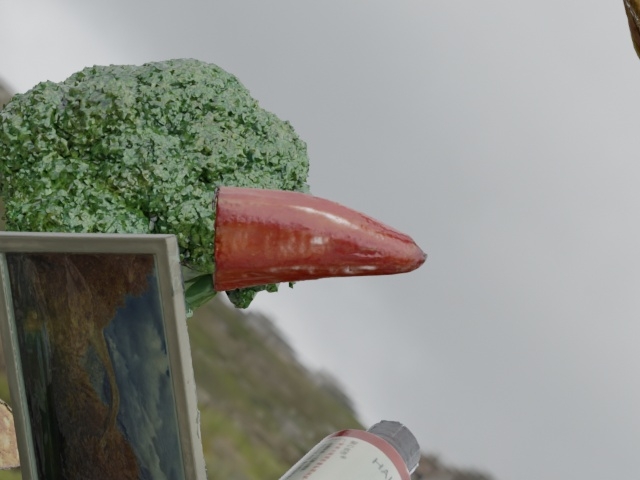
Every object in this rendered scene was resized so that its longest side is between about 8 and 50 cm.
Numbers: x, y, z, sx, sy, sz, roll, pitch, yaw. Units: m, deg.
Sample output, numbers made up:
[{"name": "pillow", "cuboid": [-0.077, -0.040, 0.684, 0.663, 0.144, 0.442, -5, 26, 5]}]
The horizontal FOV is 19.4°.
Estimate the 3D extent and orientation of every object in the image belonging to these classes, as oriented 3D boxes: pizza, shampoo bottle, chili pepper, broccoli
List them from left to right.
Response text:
[{"name": "pizza", "cuboid": [-0.404, 0.238, 2.324, 0.029, 0.099, 0.100, 2, 6, 40]}, {"name": "broccoli", "cuboid": [-0.185, -0.053, 2.031, 0.413, 0.310, 0.321, -14, 73, -53]}, {"name": "chili pepper", "cuboid": [0.000, 0.005, 1.457, 0.065, 0.169, 0.088, -84, 179, -57]}, {"name": "shampoo bottle", "cuboid": [0.014, 0.235, 1.667, 0.104, 0.104, 0.278, 40, 28, 8]}]

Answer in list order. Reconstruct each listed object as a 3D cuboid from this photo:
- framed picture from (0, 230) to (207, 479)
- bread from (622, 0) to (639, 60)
[{"name": "framed picture", "cuboid": [-0.159, 0.117, 1.361, 0.184, 0.016, 0.250, 2, -77, 37]}, {"name": "bread", "cuboid": [0.424, -0.241, 1.718, 0.132, 0.294, 0.167, 37, 35, -74]}]
